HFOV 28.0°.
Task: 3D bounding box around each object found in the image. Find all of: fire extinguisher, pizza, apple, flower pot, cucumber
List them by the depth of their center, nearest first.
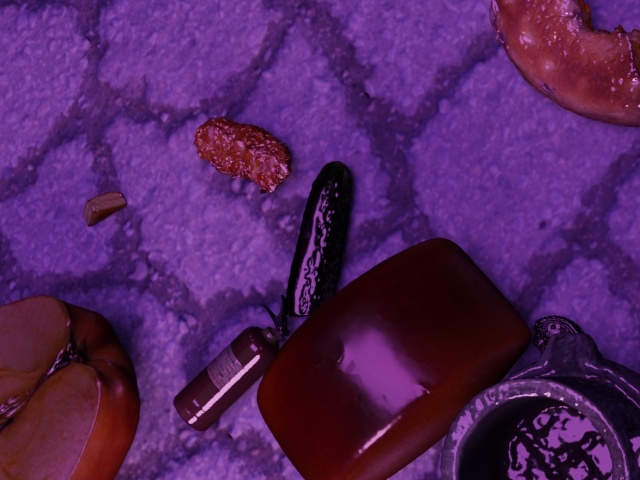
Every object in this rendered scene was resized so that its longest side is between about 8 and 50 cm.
[{"bbox_3d":[0.314,0.266,1.622,0.299,0.283,0.299,-3,84,27],"label":"flower pot"},{"bbox_3d":[0.354,-0.259,1.748,0.305,0.085,0.161,43,124,22],"label":"pizza"},{"bbox_3d":[0.000,0.000,1.889,0.074,0.074,0.242,11,89,24],"label":"cucumber"},{"bbox_3d":[-0.125,0.179,1.935,0.231,0.071,0.099,-46,43,13],"label":"fire extinguisher"},{"bbox_3d":[-0.448,0.270,1.951,0.365,0.295,0.329,-40,101,12],"label":"apple"}]

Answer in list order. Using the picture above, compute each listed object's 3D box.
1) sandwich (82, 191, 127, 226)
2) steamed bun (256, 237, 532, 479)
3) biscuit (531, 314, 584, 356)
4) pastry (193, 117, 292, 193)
[{"bbox_3d":[-0.356,-0.052,2.062,0.083,0.044,0.031,-32,70,16],"label":"sandwich"},{"bbox_3d":[0.084,0.179,1.742,0.379,0.248,0.235,-41,72,14],"label":"steamed bun"},{"bbox_3d":[0.325,0.148,1.760,0.087,0.027,0.089,23,95,23],"label":"biscuit"},{"bbox_3d":[-0.110,-0.135,1.955,0.169,0.063,0.087,28,106,18],"label":"pastry"}]
